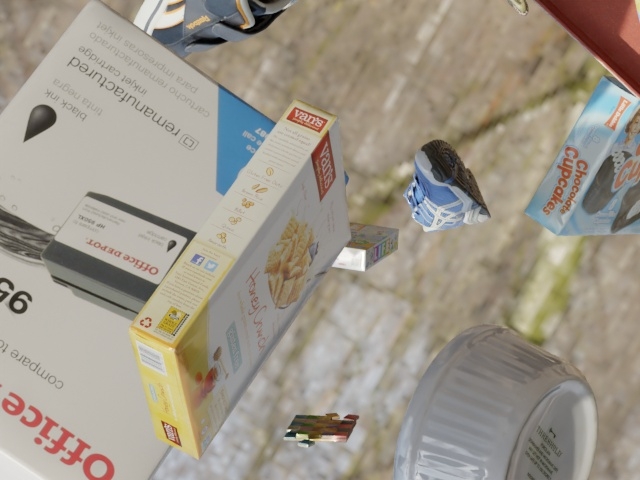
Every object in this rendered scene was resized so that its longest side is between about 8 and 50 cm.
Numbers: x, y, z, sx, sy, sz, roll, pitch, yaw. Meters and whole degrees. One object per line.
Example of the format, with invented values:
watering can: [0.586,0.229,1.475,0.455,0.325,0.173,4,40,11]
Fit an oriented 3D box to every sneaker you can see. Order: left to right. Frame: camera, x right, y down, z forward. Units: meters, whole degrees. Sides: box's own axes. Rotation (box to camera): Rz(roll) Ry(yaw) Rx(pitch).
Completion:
sneaker: [-0.108,-0.267,2.057,0.127,0.321,0.126,44,-130,5]
sneaker: [0.136,-0.051,2.111,0.211,0.081,0.080,47,-159,-67]

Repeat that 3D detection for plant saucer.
plant saucer: [0.390,-0.284,2.066,0.259,0.258,0.048,43,172,0]

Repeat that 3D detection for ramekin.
ramekin: [0.208,0.238,2.112,0.127,0.272,0.273,17,179,35]

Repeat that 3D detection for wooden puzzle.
wooden puzzle: [0.000,0.147,1.455,0.049,0.006,0.083,1,-168,10]

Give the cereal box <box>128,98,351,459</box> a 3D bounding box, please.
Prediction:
cereal box: [-0.056,0.031,1.438,0.047,0.240,0.173,25,152,19]

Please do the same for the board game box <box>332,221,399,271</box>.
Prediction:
board game box: [0.000,0.000,2.140,0.154,0.026,0.103,9,-163,22]

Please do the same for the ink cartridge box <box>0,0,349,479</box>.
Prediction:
ink cartridge box: [-0.203,0.036,1.622,0.285,0.395,0.166,35,155,-3]

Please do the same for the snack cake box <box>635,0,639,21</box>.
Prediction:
snack cake box: [0.358,-0.153,1.534,0.152,0.264,0.089,-15,-177,-26]

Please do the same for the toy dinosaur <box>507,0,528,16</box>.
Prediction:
toy dinosaur: [0.239,-0.428,2.407,0.064,0.268,0.118,3,179,22]

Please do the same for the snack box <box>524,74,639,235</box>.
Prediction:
snack box: [0.379,-0.098,2.238,0.060,0.187,0.322,37,-160,27]
